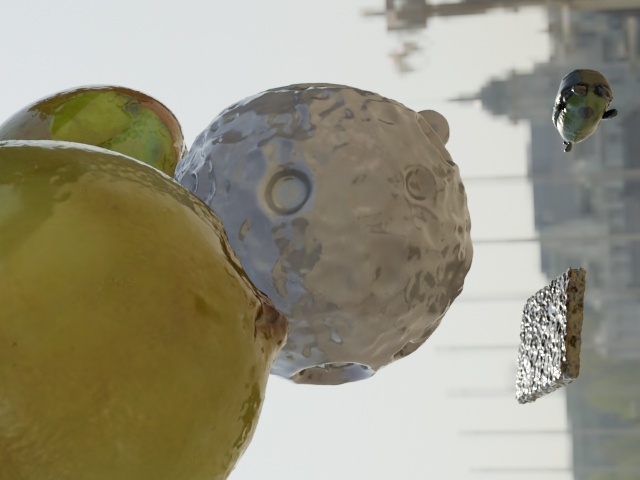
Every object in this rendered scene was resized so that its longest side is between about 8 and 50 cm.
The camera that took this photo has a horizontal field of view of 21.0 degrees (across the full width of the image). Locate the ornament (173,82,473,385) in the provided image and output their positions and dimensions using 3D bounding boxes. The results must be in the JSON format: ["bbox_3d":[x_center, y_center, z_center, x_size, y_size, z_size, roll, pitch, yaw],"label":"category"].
[{"bbox_3d":[0.000,0.000,1.865,0.337,0.337,0.337,-2,-90,-78],"label":"ornament"}]

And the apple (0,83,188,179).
[{"bbox_3d":[-0.322,-0.049,2.367,0.339,0.339,0.339,-2,-90,-78],"label":"apple"}]

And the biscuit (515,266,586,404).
[{"bbox_3d":[0.258,0.111,1.957,0.231,0.025,0.131,118,159,-74],"label":"biscuit"}]

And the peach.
[{"bbox_3d":[-0.201,0.079,1.202,0.314,0.315,0.281,51,-171,-17],"label":"peach"}]

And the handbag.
[{"bbox_3d":[0.296,-0.147,1.952,0.111,0.072,0.047,102,173,-53],"label":"handbag"}]
